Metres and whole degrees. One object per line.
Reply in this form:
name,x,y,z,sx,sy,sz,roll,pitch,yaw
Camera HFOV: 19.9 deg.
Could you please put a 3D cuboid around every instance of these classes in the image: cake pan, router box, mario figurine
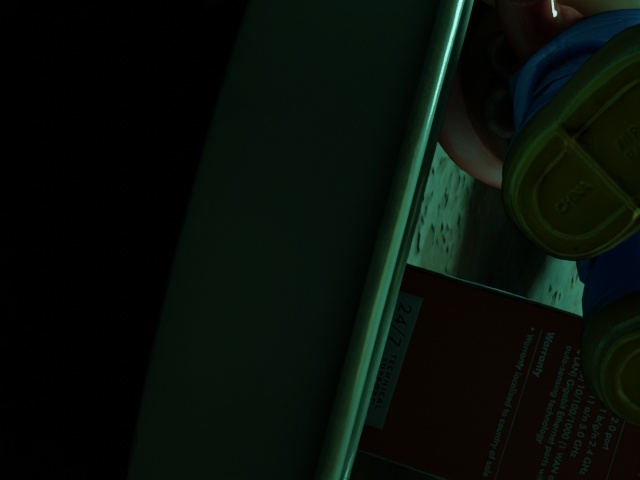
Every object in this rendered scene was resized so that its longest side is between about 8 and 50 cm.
cake pan,0.000,0.000,0.554,0.293,0.054,0.293,15,90,-87
router box,0.183,0.111,0.862,0.335,0.301,0.082,32,76,-70
mario figurine,0.134,-0.065,0.692,0.320,0.170,0.198,-89,-172,-68

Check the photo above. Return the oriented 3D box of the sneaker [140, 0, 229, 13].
sneaker,-0.047,-0.149,0.379,0.227,0.087,0.130,54,53,-69
